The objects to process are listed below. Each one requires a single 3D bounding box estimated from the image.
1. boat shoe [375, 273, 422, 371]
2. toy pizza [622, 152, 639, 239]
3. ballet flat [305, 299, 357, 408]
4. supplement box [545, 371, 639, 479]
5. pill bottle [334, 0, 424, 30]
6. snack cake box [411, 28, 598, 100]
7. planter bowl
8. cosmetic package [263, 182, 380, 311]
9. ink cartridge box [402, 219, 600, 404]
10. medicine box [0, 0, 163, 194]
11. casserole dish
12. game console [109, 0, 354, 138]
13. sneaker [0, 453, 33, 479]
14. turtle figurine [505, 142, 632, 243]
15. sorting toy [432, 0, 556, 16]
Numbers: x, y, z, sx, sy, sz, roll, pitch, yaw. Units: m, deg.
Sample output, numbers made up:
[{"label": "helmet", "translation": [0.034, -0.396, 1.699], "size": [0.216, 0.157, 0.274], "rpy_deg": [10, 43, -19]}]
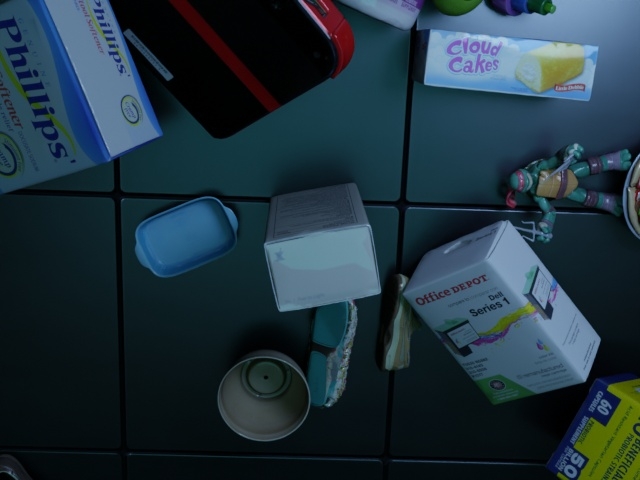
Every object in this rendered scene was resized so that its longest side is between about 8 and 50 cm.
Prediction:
[{"label": "boat shoe", "translation": [0.148, 0.147, 1.565], "size": [0.072, 0.068, 0.189], "rpy_deg": [2, 116, -14]}, {"label": "toy pizza", "translation": [0.606, -0.086, 1.486], "size": [0.201, 0.032, 0.201], "rpy_deg": [-6, 108, -19]}, {"label": "ballet flat", "translation": [0.023, 0.188, 1.564], "size": [0.091, 0.077, 0.240], "rpy_deg": [24, 111, 29]}, {"label": "supplement box", "translation": [0.607, 0.404, 1.476], "size": [0.357, 0.195, 0.194], "rpy_deg": [33, 106, 33]}, {"label": "pill bottle", "translation": [0.124, -0.491, 1.329], "size": [0.169, 0.169, 0.301], "rpy_deg": [22, 105, -7]}, {"label": "snack cake box", "translation": [0.289, -0.285, 1.397], "size": [0.265, 0.152, 0.089], "rpy_deg": [5, 105, -3]}, {"label": "planter bowl", "translation": [-0.099, 0.263, 1.563], "size": [0.162, 0.109, 0.162], "rpy_deg": [0, 106, -1]}, {"label": "cosmetic package", "translation": [0.000, 0.000, 1.388], "size": [0.160, 0.309, 0.113], "rpy_deg": [-10, 106, 2]}, {"label": "ink cartridge box", "translation": [0.306, 0.128, 1.483], "size": [0.201, 0.117, 0.278], "rpy_deg": [-27, 108, 45]}, {"label": "medicine box", "translation": [-0.435, -0.233, 1.347], "size": [0.289, 0.149, 0.263], "rpy_deg": [-12, 107, 31]}, {"label": "casserole dish", "translation": [-0.234, -0.009, 1.524], "size": [0.188, 0.037, 0.114], "rpy_deg": [-22, 104, 4]}, {"label": "game console", "translation": [-0.170, -0.351, 1.314], "size": [0.342, 0.060, 0.386], "rpy_deg": [-21, 121, 43]}, {"label": "sneaker", "translation": [-0.555, 0.487, 1.636], "size": [0.066, 0.071, 0.188], "rpy_deg": [-43, 101, 10]}, {"label": "turtle figurine", "translation": [0.407, -0.096, 1.469], "size": [0.234, 0.118, 0.175], "rpy_deg": [-4, 124, -17]}, {"label": "sorting toy", "translation": [0.232, -0.384, 1.282], "size": [0.366, 0.126, 0.127], "rpy_deg": [2, 115, -44]}]
